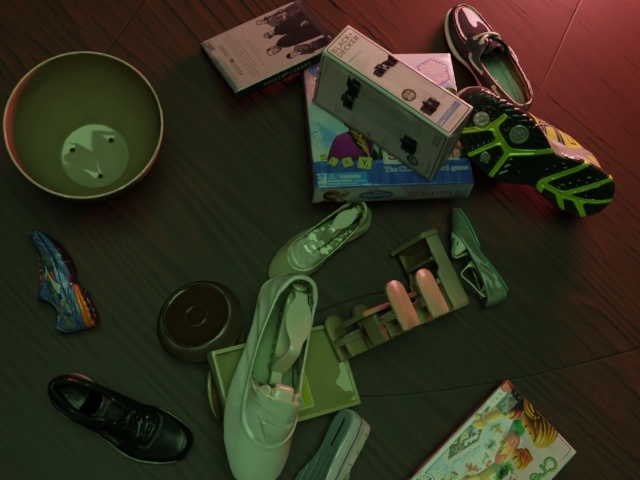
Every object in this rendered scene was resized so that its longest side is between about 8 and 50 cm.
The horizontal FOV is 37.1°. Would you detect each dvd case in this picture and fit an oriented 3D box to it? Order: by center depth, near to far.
[{"bbox_3d":[-0.104,-0.395,1.952,0.238,0.030,0.179,-27,54,-11],"label":"dvd case"}]

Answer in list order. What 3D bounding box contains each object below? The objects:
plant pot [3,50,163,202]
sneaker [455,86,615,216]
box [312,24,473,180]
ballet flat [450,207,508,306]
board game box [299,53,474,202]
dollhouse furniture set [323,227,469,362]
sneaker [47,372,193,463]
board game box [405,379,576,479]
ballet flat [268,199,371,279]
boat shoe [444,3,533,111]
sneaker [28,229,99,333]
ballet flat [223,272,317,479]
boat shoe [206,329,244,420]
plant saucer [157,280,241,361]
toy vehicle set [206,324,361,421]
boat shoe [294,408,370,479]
[{"bbox_3d":[-0.441,-0.189,1.816,0.283,0.191,0.284,2,76,-7],"label":"plant pot"},{"bbox_3d":[0.412,-0.183,1.917,0.384,0.147,0.145,33,113,-18],"label":"sneaker"},{"bbox_3d":[0.130,-0.260,1.809,0.290,0.169,0.087,35,65,11],"label":"box"},{"bbox_3d":[0.301,0.036,1.914,0.068,0.072,0.213,-28,81,-6],"label":"ballet flat"},{"bbox_3d":[0.128,-0.232,1.927,0.318,0.066,0.318,-3,64,-8],"label":"board game box"},{"bbox_3d":[0.141,0.096,1.814,0.242,0.212,0.161,-18,80,-38],"label":"dollhouse furniture set"},{"bbox_3d":[-0.369,0.329,1.732,0.283,0.124,0.107,23,75,-1],"label":"sneaker"},{"bbox_3d":[0.317,0.442,1.825,0.305,0.053,0.193,-43,85,-14],"label":"board game box"},{"bbox_3d":[0.000,0.000,1.880,0.248,0.086,0.086,-38,84,-14],"label":"ballet flat"},{"bbox_3d":[0.359,-0.383,1.999,0.114,0.091,0.303,-22,75,-21],"label":"boat shoe"},{"bbox_3d":[-0.504,0.078,1.803,0.087,0.083,0.221,-28,78,-4],"label":"sneaker"},{"bbox_3d":[-0.080,0.236,1.698,0.139,0.139,0.401,12,68,-4],"label":"ballet flat"},{"bbox_3d":[-0.175,0.249,1.799,0.060,0.064,0.178,-5,73,21],"label":"boat shoe"},{"bbox_3d":[-0.234,0.148,1.811,0.168,0.029,0.169,-5,63,10],"label":"plant saucer"},{"bbox_3d":[-0.067,0.262,1.792,0.266,0.035,0.166,-10,77,-27],"label":"toy vehicle set"},{"bbox_3d":[0.025,0.428,1.779,0.075,0.083,0.226,37,82,-34],"label":"boat shoe"}]
